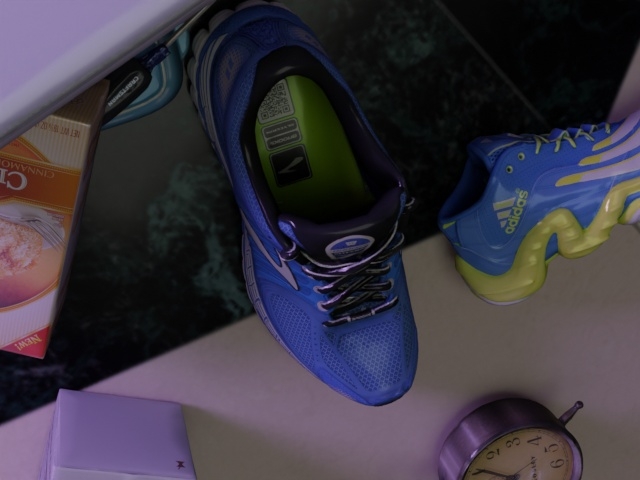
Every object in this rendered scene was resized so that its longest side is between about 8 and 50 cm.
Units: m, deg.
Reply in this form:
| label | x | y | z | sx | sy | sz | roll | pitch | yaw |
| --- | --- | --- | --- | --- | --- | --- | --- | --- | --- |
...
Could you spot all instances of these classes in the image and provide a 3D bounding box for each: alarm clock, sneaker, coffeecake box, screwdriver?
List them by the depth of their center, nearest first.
| label | x | y | z | sx | sy | sz | roll | pitch | yaw |
| --- | --- | --- | --- | --- | --- | --- | --- | --- | --- |
| coffeecake box | -0.226 | -0.027 | 0.532 | 0.142 | 0.068 | 0.185 | 14 | 122 | -11 |
| screwdriver | -0.089 | -0.135 | 0.548 | 0.170 | 0.024 | 0.025 | -39 | 88 | 1 |
| sneaker | 0.000 | 0.000 | 0.602 | 0.130 | 0.147 | 0.330 | -25 | 118 | -5 |
| sneaker | 0.195 | -0.056 | 0.669 | 0.240 | 0.091 | 0.126 | -43 | 116 | 5 |
| alarm clock | 0.158 | 0.217 | 0.787 | 0.192 | 0.064 | 0.129 | -16 | 116 | -13 |

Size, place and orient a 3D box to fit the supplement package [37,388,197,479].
| label | x | y | z | sx | sy | sz | roll | pitch | yaw |
| --- | --- | --- | --- | --- | --- | --- | --- | --- | --- |
| supplement package | -0.176 | 0.226 | 0.667 | 0.105 | 0.105 | 0.179 | 12 | 108 | -20 |

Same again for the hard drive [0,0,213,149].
| label | x | y | z | sx | sy | sz | roll | pitch | yaw |
| --- | --- | --- | --- | --- | --- | --- | --- | --- | --- |
| hard drive | -0.170 | -0.174 | 0.435 | 0.307 | 0.040 | 0.203 | -37 | 99 | -7 |

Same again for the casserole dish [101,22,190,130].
| label | x | y | z | sx | sy | sz | roll | pitch | yaw |
| --- | --- | --- | --- | --- | --- | --- | --- | --- | --- |
| casserole dish | -0.179 | -0.118 | 0.561 | 0.188 | 0.037 | 0.114 | -18 | 116 | -8 |
